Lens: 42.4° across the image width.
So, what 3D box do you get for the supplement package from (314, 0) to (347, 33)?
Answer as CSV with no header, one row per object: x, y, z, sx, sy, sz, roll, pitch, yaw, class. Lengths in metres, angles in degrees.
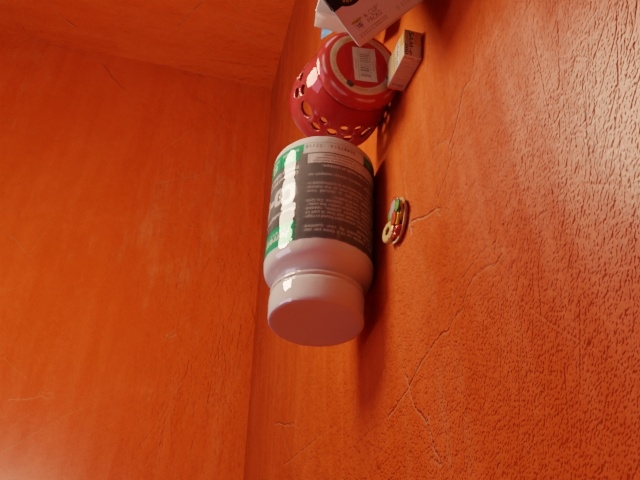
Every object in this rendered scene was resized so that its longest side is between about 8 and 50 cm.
0.084,-0.560,1.726,0.134,0.139,0.244,-152,77,-88,supplement package

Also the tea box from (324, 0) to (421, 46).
0.040,-0.563,1.401,0.220,0.323,0.329,-36,28,16,tea box

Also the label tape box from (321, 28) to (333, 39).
0.096,-0.648,1.931,0.249,0.115,0.348,-139,57,-79,label tape box

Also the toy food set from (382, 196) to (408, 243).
0.127,-0.035,1.395,0.083,0.020,0.083,159,120,-79,toy food set

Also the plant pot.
0.049,-0.299,1.615,0.174,0.191,0.191,127,152,-62,plant pot

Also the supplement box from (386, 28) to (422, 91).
0.152,-0.327,1.503,0.098,0.036,0.062,118,159,-59,supplement box

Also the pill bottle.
0.000,0.000,1.543,0.204,0.204,0.361,114,163,-52,pill bottle
